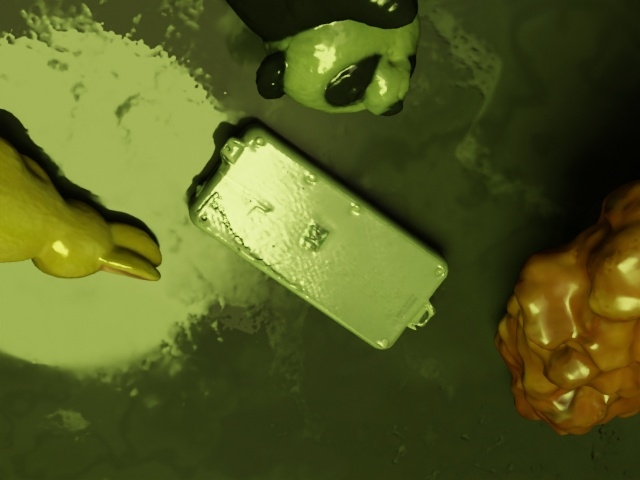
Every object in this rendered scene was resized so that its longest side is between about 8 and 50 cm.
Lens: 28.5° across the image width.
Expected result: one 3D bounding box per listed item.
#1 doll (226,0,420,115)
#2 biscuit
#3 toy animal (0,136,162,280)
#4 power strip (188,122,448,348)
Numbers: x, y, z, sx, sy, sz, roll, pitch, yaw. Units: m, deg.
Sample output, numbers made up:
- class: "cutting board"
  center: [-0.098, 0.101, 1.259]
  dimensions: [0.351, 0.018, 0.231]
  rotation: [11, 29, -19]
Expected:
- class: "doll"
  center: [-0.008, -0.185, 0.763]
  dimensions: [0.135, 0.143, 0.234]
  rotation: [-23, 112, 30]
- class: "biscuit"
  center: [0.264, 0.014, 0.803]
  dimensions: [0.312, 0.318, 0.111]
  rotation: [-26, 73, -2]
- class: "toy animal"
  center: [-0.177, -0.003, 0.816]
  dimensions: [0.159, 0.070, 0.083]
  rotation: [27, 60, -30]
- class: "power strip"
  center: [0.000, 0.000, 0.866]
  dimensions: [0.192, 0.035, 0.081]
  rotation: [35, 98, -18]
